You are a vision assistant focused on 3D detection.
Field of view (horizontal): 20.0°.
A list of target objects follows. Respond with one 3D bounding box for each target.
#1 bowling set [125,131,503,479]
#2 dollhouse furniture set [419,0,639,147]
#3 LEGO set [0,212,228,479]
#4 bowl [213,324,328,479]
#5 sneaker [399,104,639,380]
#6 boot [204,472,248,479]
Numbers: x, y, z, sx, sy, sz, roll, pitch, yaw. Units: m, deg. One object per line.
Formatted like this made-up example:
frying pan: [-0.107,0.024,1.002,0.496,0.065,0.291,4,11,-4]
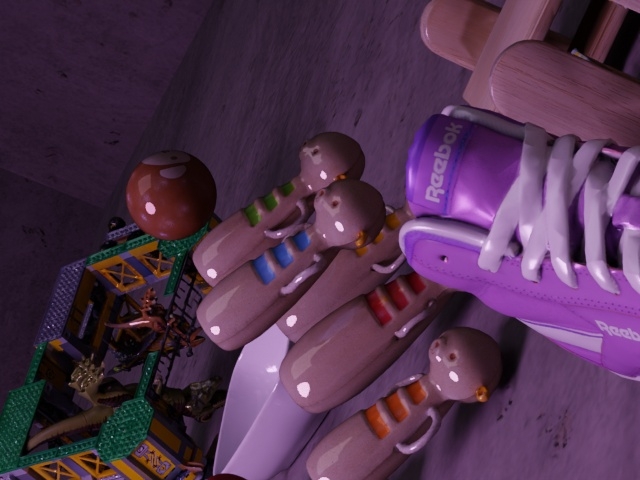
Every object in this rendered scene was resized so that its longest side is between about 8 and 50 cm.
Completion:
bowling set: [0.000,0.000,1.070,0.154,0.200,0.287,-40,24,8]
dollhouse furniture set: [0.120,-0.187,0.989,0.212,0.161,0.242,-114,47,-73]
LEGO set: [-0.139,0.146,1.628,0.255,0.192,0.331,-25,38,28]
bowl: [-0.027,0.106,1.363,0.142,0.053,0.142,-84,20,-49]
sneaker: [0.115,0.000,0.691,0.102,0.161,0.282,-69,13,-12]
boot: [-0.018,0.184,1.128,0.176,0.088,0.244,-62,21,22]
